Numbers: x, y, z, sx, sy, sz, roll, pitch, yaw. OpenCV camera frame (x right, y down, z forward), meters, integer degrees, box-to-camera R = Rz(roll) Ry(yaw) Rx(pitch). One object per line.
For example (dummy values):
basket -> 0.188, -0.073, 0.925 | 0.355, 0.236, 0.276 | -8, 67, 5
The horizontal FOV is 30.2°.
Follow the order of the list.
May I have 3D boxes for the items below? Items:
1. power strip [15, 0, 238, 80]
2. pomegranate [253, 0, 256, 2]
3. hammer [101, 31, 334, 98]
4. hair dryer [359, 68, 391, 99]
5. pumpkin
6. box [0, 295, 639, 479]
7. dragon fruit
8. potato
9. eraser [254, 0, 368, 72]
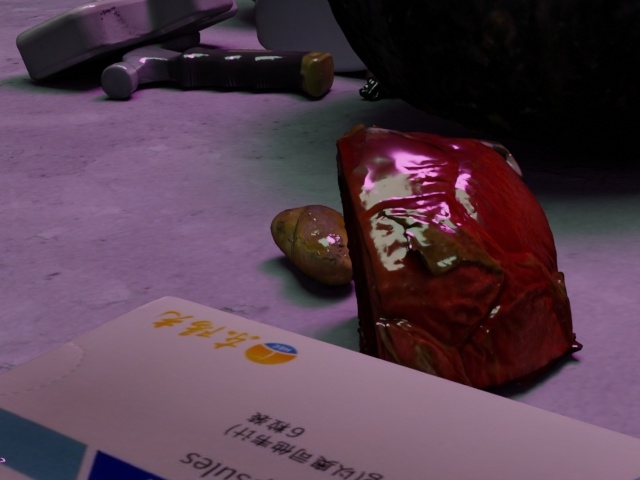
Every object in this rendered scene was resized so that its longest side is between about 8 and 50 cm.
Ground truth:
power strip -> -0.186, -0.251, 1.317 | 0.194, 0.059, 0.265 | -14, 10, 37
pomegranate -> -0.002, -0.425, 1.556 | 0.281, 0.281, 0.281 | -2, 21, 1
hammer -> -0.096, -0.179, 1.231 | 0.226, 0.041, 0.159 | 4, 23, 19
hair dryer -> 0.100, -0.199, 1.208 | 0.064, 0.117, 0.182 | 15, 46, 43
pumpkin -> 0.215, -0.270, 0.987 | 0.454, 0.344, 0.454 | 1, 33, -1
box -> 0.002, 0.114, 0.428 | 0.343, 0.065, 0.200 | 14, 26, 35
dragon fruit -> 0.073, 0.009, 0.627 | 0.120, 0.127, 0.161 | -9, 20, 2
potato -> 0.000, 0.000, 0.755 | 0.046, 0.045, 0.092 | -43, 27, -4
eraser -> 0.087, -0.270, 1.370 | 0.189, 0.104, 0.290 | 19, 29, 35
